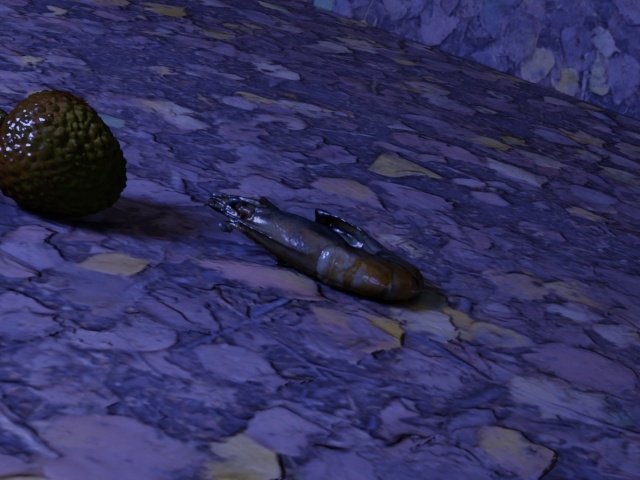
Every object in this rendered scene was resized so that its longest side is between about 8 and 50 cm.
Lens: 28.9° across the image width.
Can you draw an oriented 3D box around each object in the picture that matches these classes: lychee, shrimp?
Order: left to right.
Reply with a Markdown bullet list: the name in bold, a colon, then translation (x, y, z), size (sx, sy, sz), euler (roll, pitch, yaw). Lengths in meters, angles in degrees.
- **lychee**: translation (-0.243, -0.079, 1.117), size (0.146, 0.114, 0.114), euler (34, 18, -6)
- **shrimp**: translation (0.000, 0.000, 1.180), size (0.217, 0.051, 0.150), euler (26, 17, 8)
